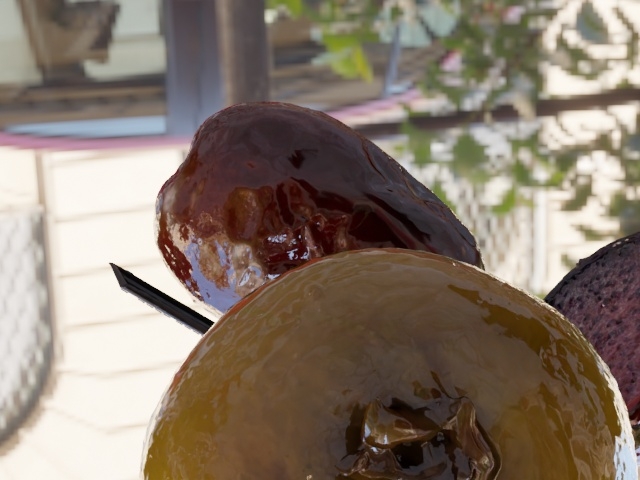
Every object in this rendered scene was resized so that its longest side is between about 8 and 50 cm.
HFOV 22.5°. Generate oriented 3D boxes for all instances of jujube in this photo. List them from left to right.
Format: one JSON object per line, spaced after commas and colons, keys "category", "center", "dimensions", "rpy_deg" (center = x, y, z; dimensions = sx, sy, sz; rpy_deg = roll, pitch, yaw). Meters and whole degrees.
{"category": "jujube", "center": [0.000, 0.000, 1.548], "dimensions": [0.318, 0.223, 0.223], "rpy_deg": [28, -166, -7]}

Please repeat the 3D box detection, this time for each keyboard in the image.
{"category": "keyboard", "center": [-0.093, 0.076, 1.364], "dimensions": [0.198, 0.010, 0.063], "rpy_deg": [32, -175, -24]}

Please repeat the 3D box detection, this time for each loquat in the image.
{"category": "loquat", "center": [0.027, 0.103, 0.665], "dimensions": [0.208, 0.208, 0.208], "rpy_deg": [-2, -164, 1]}

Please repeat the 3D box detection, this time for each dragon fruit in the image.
{"category": "dragon fruit", "center": [0.275, 0.114, 1.324], "dimensions": [0.218, 0.148, 0.224], "rpy_deg": [-53, -156, -14]}
